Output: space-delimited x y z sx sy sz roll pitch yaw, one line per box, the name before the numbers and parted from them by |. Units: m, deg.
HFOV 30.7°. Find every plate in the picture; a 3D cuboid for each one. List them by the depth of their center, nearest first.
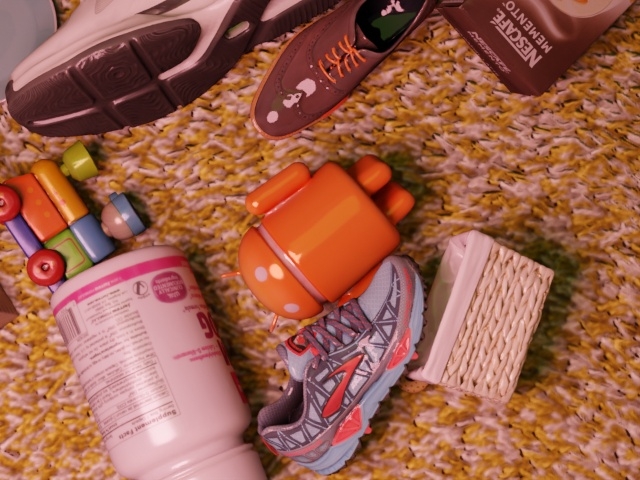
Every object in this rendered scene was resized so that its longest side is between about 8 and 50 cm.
plate | -0.412 -0.255 1.443 0.188 0.024 0.188 -1 82 8

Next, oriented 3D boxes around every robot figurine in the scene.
robot figurine | 0.001 0.002 1.291 0.219 0.158 0.128 -40 57 1

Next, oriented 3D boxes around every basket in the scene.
basket | 0.170 0.086 1.251 0.103 0.113 0.167 21 83 -6

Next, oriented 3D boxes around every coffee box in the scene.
coffee box | 0.269 -0.293 1.281 0.141 0.098 0.246 44 91 -15

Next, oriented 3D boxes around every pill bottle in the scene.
pill bottle | -0.172 0.162 1.277 0.160 0.160 0.283 -25 80 5

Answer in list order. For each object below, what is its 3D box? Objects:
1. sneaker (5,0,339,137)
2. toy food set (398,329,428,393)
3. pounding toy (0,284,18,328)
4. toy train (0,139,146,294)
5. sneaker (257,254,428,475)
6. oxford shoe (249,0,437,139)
sneaker | -0.191 -0.314 1.373 0.447 0.169 0.258 -28 66 2
toy food set | 0.098 0.124 1.312 0.082 0.020 0.083 35 89 12
pounding toy | -0.459 0.063 1.366 0.130 0.100 0.141 -34 79 2
toy train | -0.323 -0.071 1.348 0.143 0.105 0.248 -34 93 -9
sneaker | 0.019 0.126 1.243 0.125 0.104 0.262 24 98 -21
oxford shoe | 0.021 -0.216 1.317 0.097 0.098 0.271 44 100 -8
